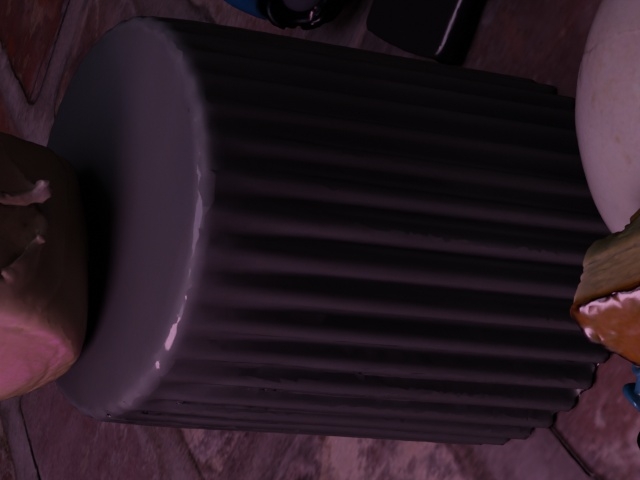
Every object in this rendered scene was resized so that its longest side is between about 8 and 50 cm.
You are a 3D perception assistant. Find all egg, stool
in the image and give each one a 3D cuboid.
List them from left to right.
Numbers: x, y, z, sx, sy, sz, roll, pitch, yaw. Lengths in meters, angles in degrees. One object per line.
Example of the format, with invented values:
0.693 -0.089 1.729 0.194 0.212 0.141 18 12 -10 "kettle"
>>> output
0.000 0.000 0.667 0.297 0.330 0.297 -11 76 52 "stool"
0.220 -0.082 0.530 0.151 0.151 0.209 26 108 52 "egg"

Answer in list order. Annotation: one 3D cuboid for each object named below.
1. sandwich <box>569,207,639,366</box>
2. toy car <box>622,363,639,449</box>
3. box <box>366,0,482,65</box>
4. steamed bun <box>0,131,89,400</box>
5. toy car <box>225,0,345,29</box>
0.256 0.036 0.425 0.220 0.108 0.186 -28 104 33 "sandwich"
0.229 0.098 0.537 0.161 0.098 0.126 42 117 46 "toy car"
0.098 -0.224 0.826 0.126 0.027 0.125 40 114 50 "box"
-0.239 -0.004 0.518 0.153 0.239 0.170 -35 50 44 "steamed bun"
-0.042 -0.330 0.878 0.255 0.190 0.188 -43 45 44 "toy car"
